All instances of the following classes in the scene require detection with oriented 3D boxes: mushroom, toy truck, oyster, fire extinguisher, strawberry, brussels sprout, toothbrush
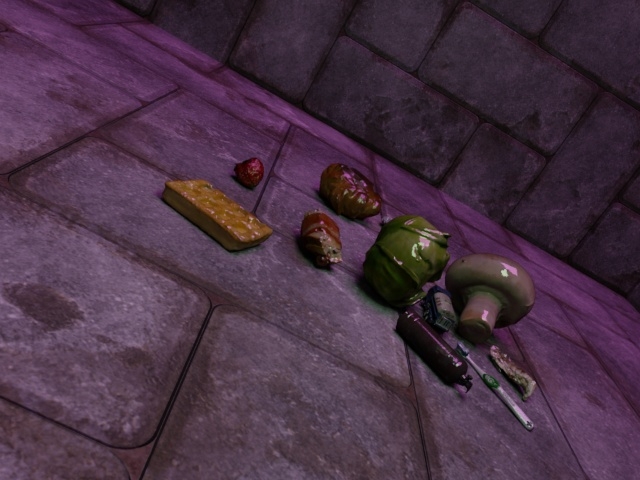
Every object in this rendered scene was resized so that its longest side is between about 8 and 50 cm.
[{"bbox_3d":[0.515,0.198,1.868,0.292,0.292,0.290,32,56,2],"label":"mushroom"},{"bbox_3d":[0.355,0.205,1.772,0.074,0.088,0.202,28,20,-6],"label":"toy truck"},{"bbox_3d":[0.566,0.375,1.719,0.106,0.061,0.200,15,25,-41],"label":"oyster"},{"bbox_3d":[0.295,0.287,1.510,0.089,0.072,0.268,17,23,-51],"label":"fire extinguisher"},{"bbox_3d":[-0.227,-0.220,1.931,0.106,0.106,0.106,28,20,-11],"label":"strawberry"},{"bbox_3d":[0.248,0.056,1.725,0.227,0.259,0.294,42,-4,5],"label":"brussels sprout"},{"bbox_3d":[0.464,0.388,1.593,0.030,0.030,0.304,12,29,-43],"label":"toothbrush"}]

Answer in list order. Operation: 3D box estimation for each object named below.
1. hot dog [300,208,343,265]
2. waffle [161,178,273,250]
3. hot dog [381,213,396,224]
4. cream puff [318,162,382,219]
[{"bbox_3d":[0.000,0.000,1.734,0.146,0.103,0.213,47,23,-24],"label":"hot dog"},{"bbox_3d":[-0.271,-0.069,1.548,0.274,0.057,0.168,36,21,13],"label":"waffle"},{"bbox_3d":[0.316,-0.035,2.343,0.192,0.053,0.099,44,24,23],"label":"hot dog"},{"bbox_3d":[0.109,-0.187,2.247,0.269,0.155,0.241,42,23,21],"label":"cream puff"}]
